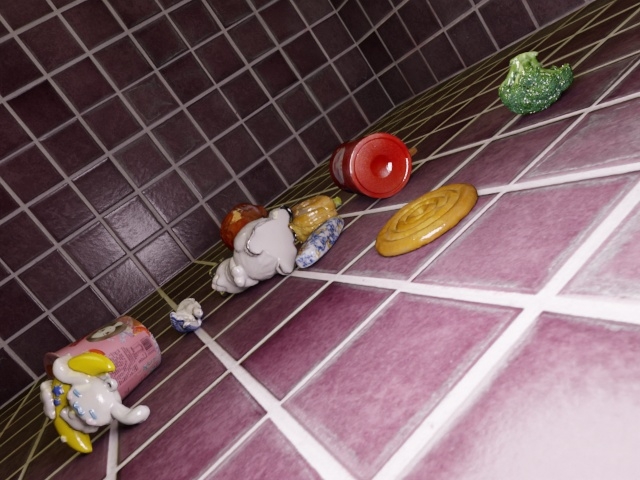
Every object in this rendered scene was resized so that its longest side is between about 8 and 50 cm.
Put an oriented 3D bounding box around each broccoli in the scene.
[{"bbox_3d":[0.573,-0.420,1.263,0.195,0.156,0.195,-8,-6,-1],"label":"broccoli"}]

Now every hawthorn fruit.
[{"bbox_3d":[-0.322,-0.023,1.949,0.271,0.242,0.242,-29,14,26],"label":"hawthorn fruit"}]

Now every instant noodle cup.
[{"bbox_3d":[-0.608,0.352,1.343,0.243,0.243,0.231,-24,11,41],"label":"instant noodle cup"}]

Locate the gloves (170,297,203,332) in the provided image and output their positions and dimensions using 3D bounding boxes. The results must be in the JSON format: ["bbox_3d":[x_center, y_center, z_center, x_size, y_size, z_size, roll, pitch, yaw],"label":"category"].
[{"bbox_3d":[-0.439,0.252,1.563,0.119,0.097,0.229,-41,8,-5],"label":"gloves"}]

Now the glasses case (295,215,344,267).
[{"bbox_3d":[0.000,0.000,1.397,0.087,0.065,0.248,-31,13,33],"label":"glasses case"}]

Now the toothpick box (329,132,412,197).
[{"bbox_3d":[0.157,-0.252,1.601,0.204,0.204,0.333,-36,12,-3],"label":"toothpick box"}]

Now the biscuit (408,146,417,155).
[{"bbox_3d":[0.263,-0.300,1.894,0.280,0.043,0.183,-24,13,31],"label":"biscuit"}]

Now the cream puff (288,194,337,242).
[{"bbox_3d":[-0.028,-0.068,1.578,0.189,0.130,0.189,-25,12,6],"label":"cream puff"}]

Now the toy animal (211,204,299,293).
[{"bbox_3d":[-0.219,0.058,1.537,0.357,0.194,0.258,-33,20,51],"label":"toy animal"}]

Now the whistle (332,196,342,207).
[{"bbox_3d":[-0.002,-0.122,1.871,0.198,0.057,0.104,-28,15,35],"label":"whistle"}]

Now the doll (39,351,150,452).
[{"bbox_3d":[-0.552,0.380,1.120,0.237,0.252,0.111,-42,-13,10],"label":"doll"}]

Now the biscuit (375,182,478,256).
[{"bbox_3d":[0.231,-0.054,1.060,0.262,0.037,0.262,-34,12,9],"label":"biscuit"}]

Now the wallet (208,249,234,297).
[{"bbox_3d":[-0.270,0.073,1.755,0.309,0.042,0.165,-39,46,-6],"label":"wallet"}]
